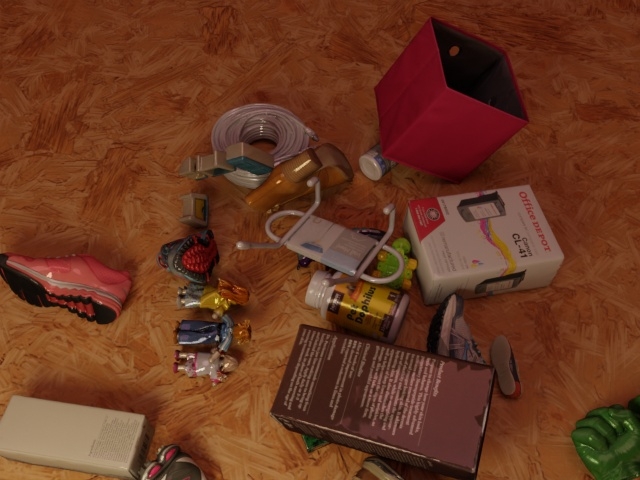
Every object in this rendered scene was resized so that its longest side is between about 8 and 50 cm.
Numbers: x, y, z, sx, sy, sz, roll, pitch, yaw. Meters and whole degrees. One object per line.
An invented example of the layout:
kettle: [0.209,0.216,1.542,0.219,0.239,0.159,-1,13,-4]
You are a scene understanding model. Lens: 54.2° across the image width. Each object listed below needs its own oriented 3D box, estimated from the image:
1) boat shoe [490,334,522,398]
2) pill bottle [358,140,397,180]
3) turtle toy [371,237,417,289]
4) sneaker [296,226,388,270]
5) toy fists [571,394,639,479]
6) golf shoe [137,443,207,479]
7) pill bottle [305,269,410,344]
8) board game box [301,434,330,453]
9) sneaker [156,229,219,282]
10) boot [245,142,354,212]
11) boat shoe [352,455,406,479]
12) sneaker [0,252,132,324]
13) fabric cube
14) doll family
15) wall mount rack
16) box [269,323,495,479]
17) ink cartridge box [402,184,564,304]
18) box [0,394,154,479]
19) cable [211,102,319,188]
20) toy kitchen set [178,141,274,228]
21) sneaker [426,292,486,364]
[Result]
boat shoe: [0.400,0.270,1.337,0.043,0.049,0.137,27,45,-34]
pill bottle: [0.173,-0.225,1.640,0.078,0.078,0.137,40,65,23]
turtle toy: [0.176,0.056,1.452,0.095,0.066,0.130,17,86,9]
sneaker: [0.051,0.026,1.487,0.223,0.083,0.098,-2,74,6]
toy fists: [0.633,0.377,1.236,0.279,0.096,0.142,-16,57,-9]
golf shoe: [-0.326,0.506,1.138,0.120,0.105,0.273,36,63,13]
pill bottle: [0.080,0.139,1.374,0.214,0.117,0.117,20,58,12]
board game box: [0.069,0.328,1.303,0.259,0.030,0.136,-19,61,-13]
sneaker: [-0.305,0.047,1.388,0.125,0.262,0.104,-16,95,4]
boot: [-0.053,-0.148,1.561,0.211,0.295,0.104,-32,80,24]
boat shoe: [0.173,0.538,1.120,0.120,0.123,0.324,-42,58,-19]
sneaker: [-0.578,0.084,1.426,0.313,0.116,0.136,19,48,4]
fabric cube: [0.314,-0.342,1.563,0.254,0.258,0.259,14,53,-25]
doll family: [-0.228,0.172,1.348,0.163,0.118,0.263,0,56,-1]
wall mount rack: [0.000,0.000,1.344,0.350,0.131,0.304,22,48,23]
box: [0.121,0.300,1.179,0.381,0.143,0.191,10,64,21]
ink cartridge box: [0.368,0.006,1.459,0.306,0.131,0.226,-10,57,-5]
box: [-0.477,0.385,1.219,0.275,0.094,0.113,8,56,5]
cable: [-0.157,-0.253,1.651,0.257,0.089,0.257,-28,61,-16]
toy kitchen set: [-0.227,-0.123,1.512,0.207,0.122,0.166,-9,76,33]
sneaker: [0.292,0.251,1.324,0.122,0.110,0.283,11,65,-3]
